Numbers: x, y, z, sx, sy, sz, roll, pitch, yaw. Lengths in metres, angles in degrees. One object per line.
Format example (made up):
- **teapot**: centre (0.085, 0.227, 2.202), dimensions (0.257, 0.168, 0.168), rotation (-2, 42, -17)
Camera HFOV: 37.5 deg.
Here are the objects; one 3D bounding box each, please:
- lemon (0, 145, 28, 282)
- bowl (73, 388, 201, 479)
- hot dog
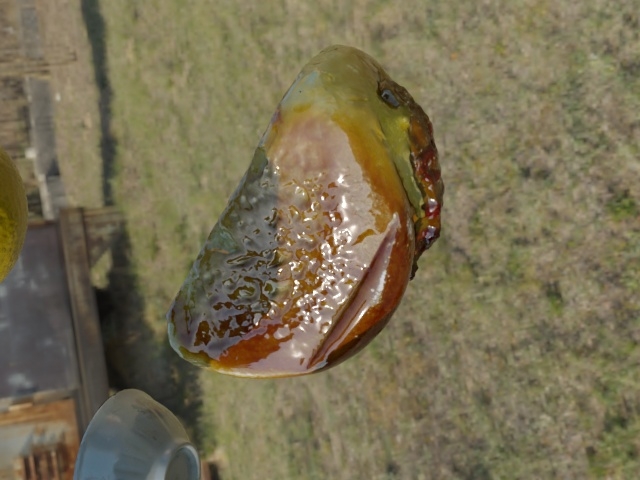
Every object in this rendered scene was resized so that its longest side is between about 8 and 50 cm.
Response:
- **lemon**: centre (-0.417, -0.020, 1.039), dimensions (0.244, 0.187, 0.187), rotation (-70, 23, 4)
- **bowl**: centre (-0.193, 0.269, 1.082), dimensions (0.189, 0.086, 0.189), rotation (2, -90, -66)
- **hot dog**: centre (0.000, -0.001, 1.051), dimensions (0.405, 0.223, 0.185), rotation (-59, -2, 29)
